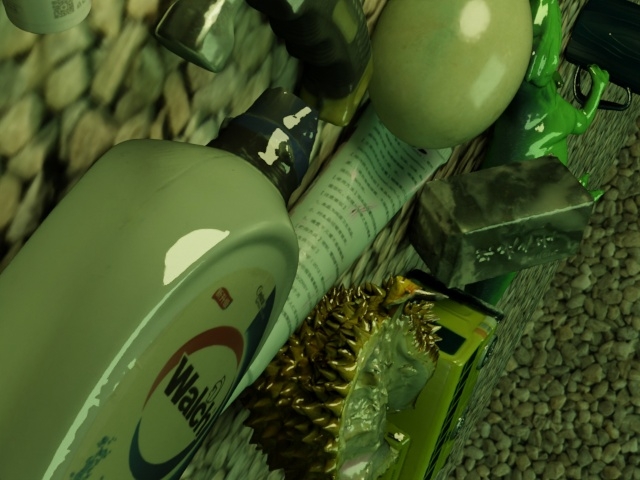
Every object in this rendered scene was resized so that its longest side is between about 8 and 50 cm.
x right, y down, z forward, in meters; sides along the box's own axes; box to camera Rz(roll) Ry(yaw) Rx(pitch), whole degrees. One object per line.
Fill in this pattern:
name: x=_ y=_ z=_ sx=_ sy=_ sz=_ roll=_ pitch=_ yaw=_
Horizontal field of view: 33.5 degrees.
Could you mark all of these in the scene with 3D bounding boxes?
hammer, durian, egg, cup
hammer: x=-0.008 y=-0.137 z=0.607 sx=0.159 sy=0.041 sz=0.226 roll=-59 pitch=162 yaw=-5
durian: x=0.008 y=0.098 z=0.835 sx=0.193 sy=0.137 sz=0.237 roll=-38 pitch=153 yaw=-47
egg: x=0.095 y=-0.139 z=0.769 sx=0.152 sy=0.114 sz=0.114 roll=-65 pitch=163 yaw=1
cup: x=0.414 y=-0.259 z=1.464 sx=0.150 sy=0.138 sz=0.113 roll=-56 pitch=161 yaw=-20

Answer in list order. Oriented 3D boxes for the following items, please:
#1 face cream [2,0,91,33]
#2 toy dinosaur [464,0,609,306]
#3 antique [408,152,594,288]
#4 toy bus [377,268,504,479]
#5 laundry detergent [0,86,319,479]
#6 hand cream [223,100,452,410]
face cream: x=-0.103 y=-0.128 z=0.357 sx=0.034 sy=0.034 sz=0.130 roll=-52 pitch=161 yaw=-31
toy dinosaur: x=0.209 y=-0.005 z=1.266 sx=0.500 sy=0.143 sz=0.374 roll=-66 pitch=158 yaw=-4
antique: x=0.190 y=-0.021 z=1.149 sx=0.183 sy=0.086 sz=0.088 roll=-14 pitch=137 yaw=-21
toy bus: x=0.108 y=0.184 z=1.265 sx=0.150 sy=0.128 sz=0.262 roll=-40 pitch=151 yaw=-49
laundry detergent: x=-0.088 y=0.046 z=0.538 sx=0.281 sy=0.105 sz=0.215 roll=-57 pitch=164 yaw=-21
hand cream: x=0.000 y=0.000 z=0.784 sx=0.331 sy=0.085 sz=0.058 roll=-50 pitch=-162 yaw=-30
